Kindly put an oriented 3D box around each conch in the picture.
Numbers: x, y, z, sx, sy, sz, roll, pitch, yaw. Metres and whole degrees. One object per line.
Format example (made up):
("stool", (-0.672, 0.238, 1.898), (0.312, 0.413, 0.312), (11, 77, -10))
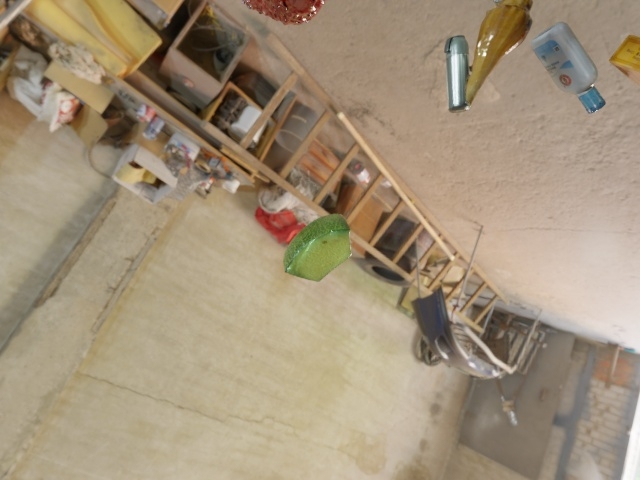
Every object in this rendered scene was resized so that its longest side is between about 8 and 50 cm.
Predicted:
("conch", (0.422, -0.462, 0.944), (0.093, 0.330, 0.109), (18, 171, 37))

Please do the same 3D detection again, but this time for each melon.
("melon", (0.000, 0.000, 1.147), (0.124, 0.196, 0.323), (57, -172, -12))

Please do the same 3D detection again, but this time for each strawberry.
("strawberry", (-0.077, -0.544, 0.852), (0.234, 0.178, 0.234), (-9, 146, -6))

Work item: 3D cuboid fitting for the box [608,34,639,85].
("box", (0.877, -0.397, 0.988), (0.174, 0.076, 0.274), (9, -147, -33))

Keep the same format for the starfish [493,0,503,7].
("starfish", (0.470, -0.807, 0.957), (0.324, 0.082, 0.432), (-24, 102, 29))

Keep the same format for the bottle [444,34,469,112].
("bottle", (0.481, -0.586, 1.440), (0.096, 0.253, 0.079), (-6, -174, -26))

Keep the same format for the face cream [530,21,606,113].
("face cream", (0.884, -0.598, 1.434), (0.336, 0.080, 0.163), (49, 179, -10))
